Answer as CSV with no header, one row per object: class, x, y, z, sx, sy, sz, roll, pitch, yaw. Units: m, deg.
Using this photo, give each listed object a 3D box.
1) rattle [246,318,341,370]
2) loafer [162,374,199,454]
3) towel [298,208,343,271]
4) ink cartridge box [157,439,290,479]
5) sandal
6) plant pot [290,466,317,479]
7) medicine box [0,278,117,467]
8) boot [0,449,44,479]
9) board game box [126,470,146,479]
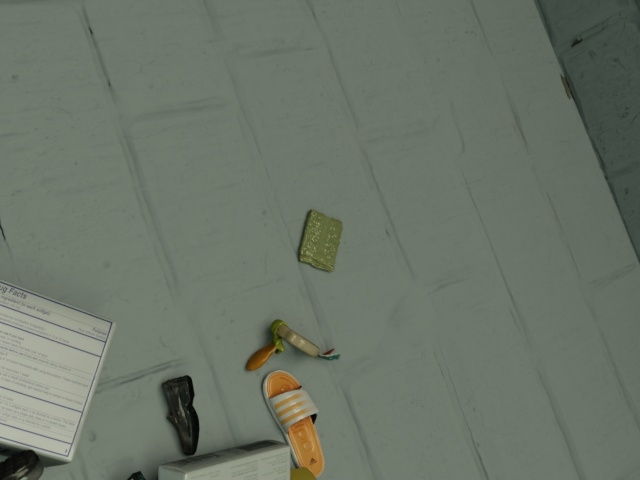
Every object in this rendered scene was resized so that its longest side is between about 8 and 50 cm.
rattle,-0.057,0.283,1.945,0.199,0.130,0.143,42,64,-47
loafer,-0.299,0.377,1.767,0.061,0.062,0.170,-8,85,4
towel,0.000,0.000,2.100,0.110,0.027,0.148,23,64,-25
ink cartridge box,-0.194,0.630,1.699,0.308,0.091,0.385,2,90,-51
sandal,-0.040,0.420,1.903,0.102,0.076,0.265,-23,88,-37
plant pot,-0.053,0.559,1.850,0.081,0.081,0.083,3,60,-33
medicine box,-0.569,0.252,1.562,0.263,0.149,0.289,25,62,-25
boot,-0.565,0.545,1.443,0.338,0.118,0.223,-42,102,0
board game box,-0.342,0.560,1.589,0.186,0.126,0.026,51,22,21
